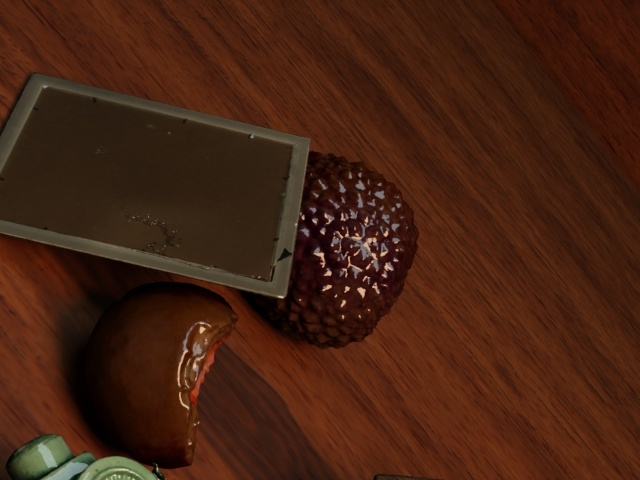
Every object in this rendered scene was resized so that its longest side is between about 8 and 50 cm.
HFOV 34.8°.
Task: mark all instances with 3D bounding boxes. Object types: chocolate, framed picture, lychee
[{"bbox_3d":[-0.122,0.110,0.804,0.133,0.127,0.124,-91,163,-46],"label":"chocolate"},{"bbox_3d":[-0.150,-0.052,0.902,0.273,0.016,0.216,14,43,-5],"label":"framed picture"},{"bbox_3d":[0.000,0.000,1.012,0.188,0.188,0.188,32,39,-30],"label":"lychee"}]

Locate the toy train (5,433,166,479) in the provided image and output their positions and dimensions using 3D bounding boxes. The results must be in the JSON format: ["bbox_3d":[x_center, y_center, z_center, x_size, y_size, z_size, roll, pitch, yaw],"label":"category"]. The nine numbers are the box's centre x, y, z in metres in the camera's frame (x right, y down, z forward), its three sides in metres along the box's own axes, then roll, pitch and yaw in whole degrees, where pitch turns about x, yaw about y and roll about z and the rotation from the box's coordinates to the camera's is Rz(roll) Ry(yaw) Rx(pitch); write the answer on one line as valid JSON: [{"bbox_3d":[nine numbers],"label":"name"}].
[{"bbox_3d":[-0.147,0.271,0.657,0.177,0.116,0.285,-30,86,-44],"label":"toy train"}]

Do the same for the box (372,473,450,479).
[{"bbox_3d":[0.086,0.348,0.837,0.184,0.143,0.273,16,48,-44],"label":"box"}]
